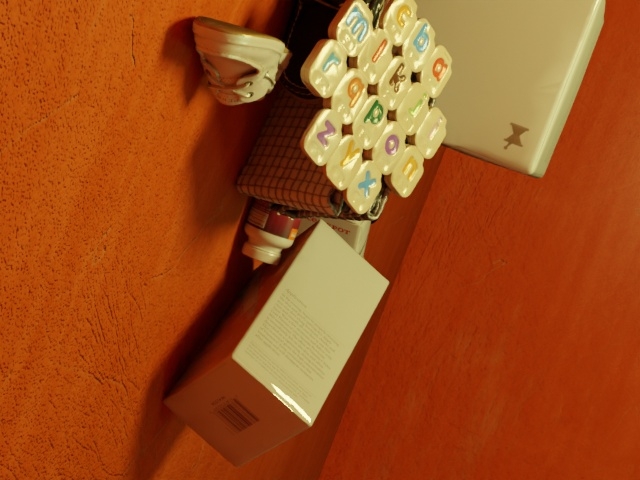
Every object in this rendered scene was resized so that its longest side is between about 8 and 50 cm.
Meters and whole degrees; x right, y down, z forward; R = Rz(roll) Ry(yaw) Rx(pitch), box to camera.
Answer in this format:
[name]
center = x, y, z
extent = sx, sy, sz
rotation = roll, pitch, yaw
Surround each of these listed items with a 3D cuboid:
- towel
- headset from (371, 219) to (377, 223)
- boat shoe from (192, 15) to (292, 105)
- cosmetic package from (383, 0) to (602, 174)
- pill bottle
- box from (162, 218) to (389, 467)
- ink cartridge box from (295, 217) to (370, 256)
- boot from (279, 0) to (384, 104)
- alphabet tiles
[towel]
center = 0.032, -0.157, 1.697
extent = 0.121, 0.235, 0.283
rotation = 35, 73, -39
[headset]
center = 0.075, -0.164, 2.288
extent = 0.243, 0.185, 0.394
rotation = -63, -177, -6
[boat shoe]
center = -0.097, -0.211, 1.397
extent = 0.277, 0.098, 0.096
rotation = -8, 119, -78
[cosmetic package]
center = 0.283, -0.312, 1.959
extent = 0.394, 0.330, 0.327
rotation = -11, 123, -77
[pill bottle]
center = -0.073, -0.041, 1.847
extent = 0.086, 0.086, 0.152
rotation = -7, 118, -77
[box]
center = -0.066, 0.164, 1.846
extent = 0.215, 0.168, 0.345
rotation = -37, -166, 43
[ink cartridge box]
center = 0.000, 0.000, 2.068
extent = 0.092, 0.160, 0.219
rotation = -58, 165, -46
[boot]
center = 0.019, -0.385, 1.528
extent = 0.377, 0.138, 0.284
rotation = -60, 164, 3
[alphabet tiles]
center = 0.079, -0.189, 1.551
extent = 0.284, 0.021, 0.278
rotation = 47, 67, -42
